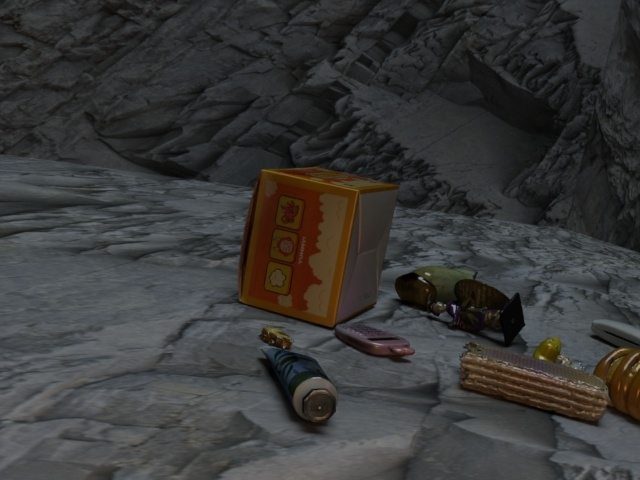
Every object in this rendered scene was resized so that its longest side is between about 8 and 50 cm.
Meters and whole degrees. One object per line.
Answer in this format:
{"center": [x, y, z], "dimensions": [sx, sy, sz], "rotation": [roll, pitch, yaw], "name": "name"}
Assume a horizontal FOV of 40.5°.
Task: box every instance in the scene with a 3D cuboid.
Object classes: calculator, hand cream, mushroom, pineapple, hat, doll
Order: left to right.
{"center": [-0.075, 0.156, 1.416], "dimensions": [0.045, 0.019, 0.083], "rotation": [14, 7, -25], "name": "pineapple"}
{"center": [-0.027, 0.188, 1.193], "dimensions": [0.091, 0.058, 0.271], "rotation": [13, 4, -11], "name": "hand cream"}
{"center": [0.094, 0.173, 1.502], "dimensions": [0.103, 0.024, 0.165], "rotation": [4, 10, -40], "name": "calculator"}
{"center": [0.291, 0.101, 1.985], "dimensions": [0.107, 0.087, 0.333], "rotation": [18, 9, 37], "name": "mushroom"}
{"center": [0.330, 0.152, 1.814], "dimensions": [0.146, 0.067, 0.146], "rotation": [28, -27, 15], "name": "hat"}
{"center": [0.417, 0.226, 1.497], "dimensions": [0.113, 0.072, 0.135], "rotation": [29, 15, -3], "name": "doll"}

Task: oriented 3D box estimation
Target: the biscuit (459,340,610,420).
{"center": [0.335, 0.223, 1.384], "dimensions": [0.238, 0.062, 0.108], "rotation": [15, 8, 12], "name": "biscuit"}

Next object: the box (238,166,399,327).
{"center": [0.000, 0.000, 1.690], "dimensions": [0.213, 0.260, 0.283], "rotation": [12, 9, 18], "name": "box"}

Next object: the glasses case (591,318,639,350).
{"center": [0.675, 0.212, 1.878], "dimensions": [0.076, 0.050, 0.197], "rotation": [5, 11, -35], "name": "glasses case"}

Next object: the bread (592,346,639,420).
{"center": [0.522, 0.232, 1.402], "dimensions": [0.119, 0.084, 0.177], "rotation": [-41, 31, -21], "name": "bread"}

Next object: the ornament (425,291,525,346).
{"center": [0.299, 0.154, 1.748], "dimensions": [0.203, 0.088, 0.081], "rotation": [3, 28, 32], "name": "ornament"}
